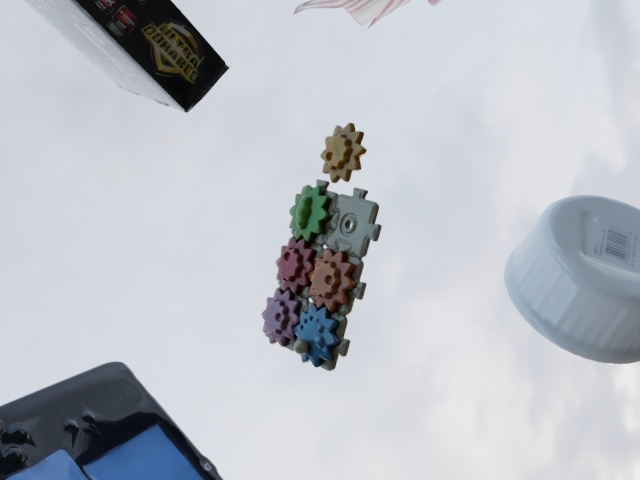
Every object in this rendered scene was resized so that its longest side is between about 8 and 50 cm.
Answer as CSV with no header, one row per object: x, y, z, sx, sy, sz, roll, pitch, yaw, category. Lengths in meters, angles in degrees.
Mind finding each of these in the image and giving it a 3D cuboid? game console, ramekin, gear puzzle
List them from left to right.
-0.213,0.317,0.635,0.060,0.386,0.342,-50,-13,24,game console
0.000,0.000,0.835,0.044,0.175,0.339,12,-85,-43,gear puzzle
0.457,0.050,0.979,0.277,0.277,0.135,-21,-37,-30,ramekin

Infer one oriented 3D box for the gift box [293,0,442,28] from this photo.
0.063,-0.399,0.701,0.258,0.276,0.255,60,-159,0,gift box

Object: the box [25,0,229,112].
-0.185,-0.192,0.429,0.051,0.175,0.220,-51,-53,-8,box
